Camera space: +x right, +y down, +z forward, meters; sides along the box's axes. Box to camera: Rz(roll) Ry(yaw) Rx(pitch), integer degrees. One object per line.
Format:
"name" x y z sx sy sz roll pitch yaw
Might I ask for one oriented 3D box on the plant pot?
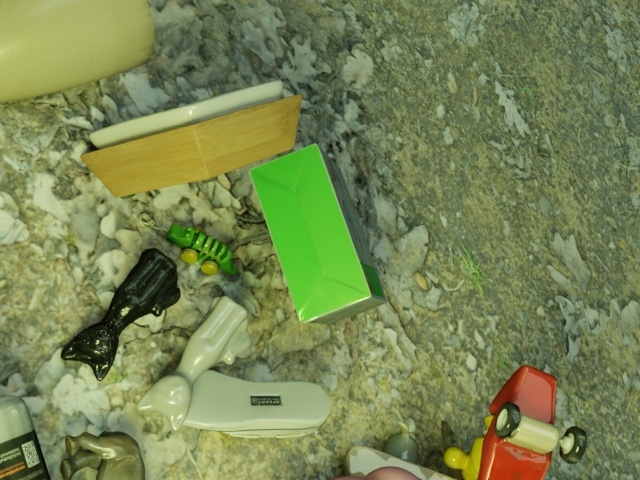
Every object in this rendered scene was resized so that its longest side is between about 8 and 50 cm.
"plant pot" -0.433 -0.317 1.396 0.274 0.256 0.256 -37 93 -28

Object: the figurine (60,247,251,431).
"figurine" -0.234 0.149 1.374 0.215 0.092 0.209 33 56 5

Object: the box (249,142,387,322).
"box" 0.000 0.000 1.562 0.231 0.127 0.262 29 41 -77

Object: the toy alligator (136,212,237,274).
"toy alligator" -0.205 0.000 1.523 0.190 0.051 0.056 32 50 -22

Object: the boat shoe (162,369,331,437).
"boat shoe" -0.120 0.257 1.430 0.268 0.088 0.096 2 51 -16

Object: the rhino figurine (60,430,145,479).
"rhino figurine" -0.269 0.371 1.262 0.106 0.073 0.243 -8 74 -38

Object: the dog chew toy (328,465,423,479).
"dog chew toy" 0.035 0.439 1.364 0.332 0.206 0.206 -24 84 -36

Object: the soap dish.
"soap dish" -0.198 -0.155 1.467 0.229 0.291 0.118 -26 103 -44

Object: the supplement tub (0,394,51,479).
"supplement tub" -0.388 0.352 1.071 0.193 0.193 0.316 -15 84 -43

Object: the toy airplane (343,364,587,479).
"toy airplane" 0.277 0.443 1.574 0.384 0.272 0.386 -25 94 -6
